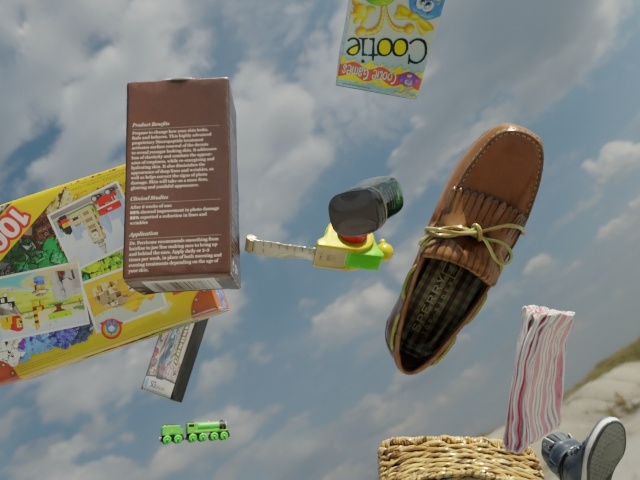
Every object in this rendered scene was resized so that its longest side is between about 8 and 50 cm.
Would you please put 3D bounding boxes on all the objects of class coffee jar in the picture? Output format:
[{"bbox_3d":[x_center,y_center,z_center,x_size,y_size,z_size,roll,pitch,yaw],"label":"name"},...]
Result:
[{"bbox_3d":[0.081,-0.061,1.086,0.096,0.079,0.184,-10,10,21],"label":"coffee jar"}]

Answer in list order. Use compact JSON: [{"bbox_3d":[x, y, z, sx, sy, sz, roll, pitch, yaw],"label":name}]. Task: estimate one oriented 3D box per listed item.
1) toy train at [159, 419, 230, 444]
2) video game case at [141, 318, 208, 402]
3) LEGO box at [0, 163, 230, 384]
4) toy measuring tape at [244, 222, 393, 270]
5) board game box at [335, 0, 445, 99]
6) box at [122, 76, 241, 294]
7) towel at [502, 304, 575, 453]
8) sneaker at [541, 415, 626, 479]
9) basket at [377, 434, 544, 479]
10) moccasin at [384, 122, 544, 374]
[{"bbox_3d":[-0.146,0.224,0.731,0.083,0.024,0.017,3,-20,-24],"label":"toy train"},{"bbox_3d":[-0.378,0.274,1.648,0.035,0.275,0.248,24,-17,-28],"label":"video game case"},{"bbox_3d":[-0.508,0.065,1.419,0.499,0.373,0.193,-19,-6,-2],"label":"LEGO box"},{"bbox_3d":[0.000,0.000,1.376,0.329,0.122,0.121,7,-39,-10],"label":"toy measuring tape"},{"bbox_3d":[0.118,-0.391,1.003,0.141,0.144,0.275,9,-46,-2],"label":"board game box"},{"bbox_3d":[-0.252,-0.099,1.155,0.191,0.382,0.143,-3,-15,-1],"label":"box"},{"bbox_3d":[0.244,0.145,0.673,0.197,0.029,0.144,13,-94,-57],"label":"towel"},{"bbox_3d":[0.534,0.422,1.291,0.086,0.163,0.226,-1,-66,-14],"label":"sneaker"},{"bbox_3d":[0.255,0.439,1.175,0.223,0.298,0.214,-75,-15,-66],"label":"basket"},{"bbox_3d":[0.196,0.018,0.881,0.380,0.139,0.147,-59,1,16],"label":"moccasin"}]
